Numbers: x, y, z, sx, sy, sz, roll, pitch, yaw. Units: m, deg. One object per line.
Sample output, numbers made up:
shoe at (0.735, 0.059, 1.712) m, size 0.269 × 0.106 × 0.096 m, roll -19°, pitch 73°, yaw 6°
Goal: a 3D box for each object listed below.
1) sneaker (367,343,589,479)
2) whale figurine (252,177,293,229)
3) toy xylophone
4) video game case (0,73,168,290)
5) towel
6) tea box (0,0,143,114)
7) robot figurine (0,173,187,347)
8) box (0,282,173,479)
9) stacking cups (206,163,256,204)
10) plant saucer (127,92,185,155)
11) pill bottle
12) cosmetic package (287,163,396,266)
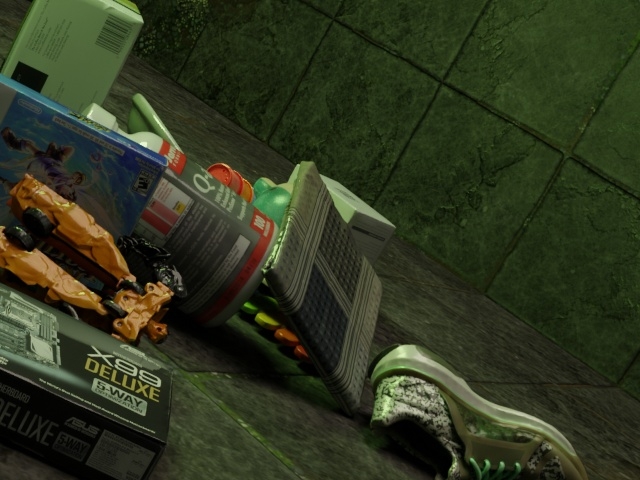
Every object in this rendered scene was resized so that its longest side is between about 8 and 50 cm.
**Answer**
sneaker at (0.235, 0.344, 1.834) m, size 0.410 × 0.158 × 0.182 m, roll 31°, pitch 42°, yaw -2°
whale figurine at (-0.104, -0.015, 2.310) m, size 0.141 × 0.216 × 0.272 m, roll -24°, pitch 12°, yaw -29°
toy xylophone at (-0.042, 0.131, 2.094) m, size 0.323 × 0.081 × 0.236 m, roll 35°, pitch 12°, yaw 28°
video game case at (-0.392, -0.066, 1.648) m, size 0.269 × 0.244 × 0.061 m, roll 27°, pitch 12°, yaw -14°
towel at (0.005, 0.073, 1.906) m, size 0.312 × 0.056 × 0.324 m, roll 60°, pitch 27°, yaw -27°
tea box at (-0.561, -0.406, 2.544) m, size 0.220 × 0.329 × 0.323 m, roll 25°, pitch 12°, yaw -20°
robot figurine at (-0.324, 0.049, 1.548) m, size 0.291 × 0.085 × 0.211 m, roll 38°, pitch 53°, yaw 2°
box at (-0.319, 0.147, 1.302) m, size 0.307 × 0.076 × 0.242 m, roll 27°, pitch 11°, yaw -11°
stacking cups at (-0.180, -0.083, 2.483) m, size 0.096 × 0.096 × 0.316 m, roll 34°, pitch -4°, yaw 21°
plant saucer at (-0.274, -0.094, 2.240) m, size 0.400 × 0.100 × 0.400 m, roll 56°, pitch -4°, yaw 6°
pill bottle at (-0.260, -0.040, 1.831) m, size 0.363 × 0.210 × 0.210 m, roll 37°, pitch 8°, yaw -17°
cosmetic package at (0.000, 0.000, 2.427) m, size 0.138 × 0.224 × 0.224 m, roll 22°, pitch 13°, yaw -44°
